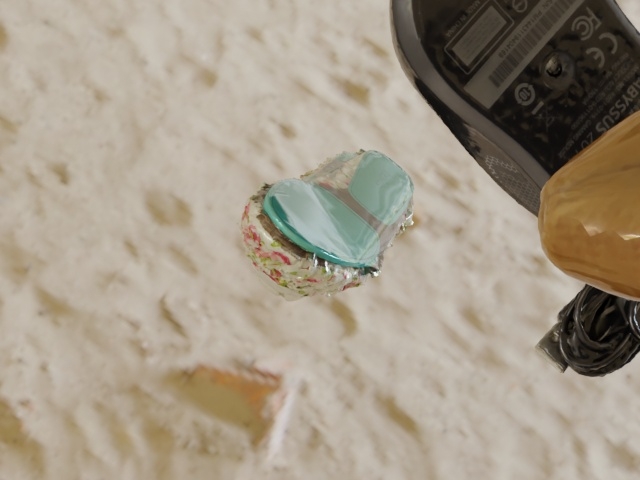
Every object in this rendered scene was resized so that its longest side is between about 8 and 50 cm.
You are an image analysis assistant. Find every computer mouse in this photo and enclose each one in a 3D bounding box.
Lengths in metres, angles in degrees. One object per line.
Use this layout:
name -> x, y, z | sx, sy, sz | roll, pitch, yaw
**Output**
computer mouse -> 0.130, -0.072, 0.914 | 0.272, 0.188, 0.072 | 50, -11, -16

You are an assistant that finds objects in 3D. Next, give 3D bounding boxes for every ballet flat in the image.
ballet flat -> 0.000, 0.000, 1.017 | 0.091, 0.077, 0.241 | 46, 22, 8

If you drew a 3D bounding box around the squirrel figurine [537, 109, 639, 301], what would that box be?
squirrel figurine -> 0.314, 0.080, 0.604 | 0.397, 0.370, 0.281 | -37, 44, -12
